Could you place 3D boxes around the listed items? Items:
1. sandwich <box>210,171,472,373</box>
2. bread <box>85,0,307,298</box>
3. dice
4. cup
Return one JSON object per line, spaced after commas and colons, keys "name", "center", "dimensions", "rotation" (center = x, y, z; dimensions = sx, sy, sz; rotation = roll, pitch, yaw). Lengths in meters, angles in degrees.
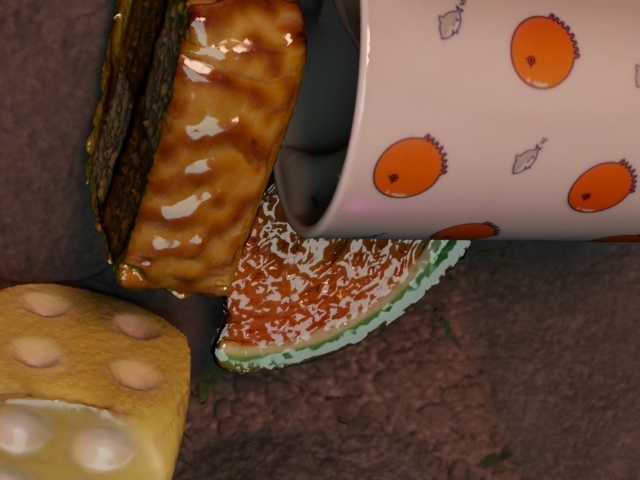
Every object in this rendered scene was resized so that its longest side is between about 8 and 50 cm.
{"name": "sandwich", "center": [0.002, 0.009, 0.874], "dimensions": [0.159, 0.079, 0.235], "rotation": [38, 101, -11]}
{"name": "bread", "center": [-0.089, -0.086, 0.758], "dimensions": [0.096, 0.181, 0.222], "rotation": [7, 119, -25]}
{"name": "dice", "center": [-0.197, 0.144, 0.852], "dimensions": [0.166, 0.169, 0.169], "rotation": [14, 112, -13]}
{"name": "cup", "center": [0.143, -0.101, 0.748], "dimensions": [0.317, 0.212, 0.212], "rotation": [2, 114, -16]}
